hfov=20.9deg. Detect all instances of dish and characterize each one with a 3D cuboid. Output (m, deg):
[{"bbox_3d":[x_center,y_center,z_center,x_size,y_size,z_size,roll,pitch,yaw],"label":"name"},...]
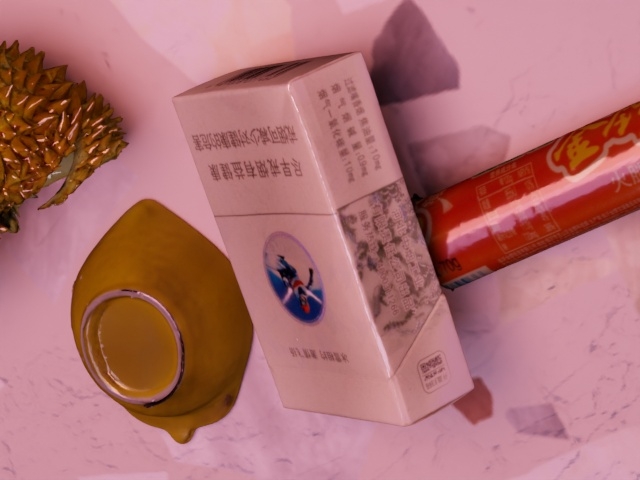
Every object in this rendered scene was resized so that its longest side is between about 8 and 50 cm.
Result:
[{"bbox_3d":[-0.133,0.076,1.350,0.149,0.080,0.207,-4,106,19],"label":"dish"}]

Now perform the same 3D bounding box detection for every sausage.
[{"bbox_3d":[0.191,-0.045,1.214,0.264,0.083,0.083,-25,100,21],"label":"sausage"}]

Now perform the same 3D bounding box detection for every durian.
[{"bbox_3d":[-0.266,-0.052,1.277,0.237,0.200,0.176,-32,120,33],"label":"durian"}]

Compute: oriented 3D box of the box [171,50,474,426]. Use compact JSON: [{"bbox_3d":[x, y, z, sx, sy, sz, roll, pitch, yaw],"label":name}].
[{"bbox_3d":[0.000,0.000,1.243,0.164,0.069,0.256,1,114,56],"label":"box"}]
